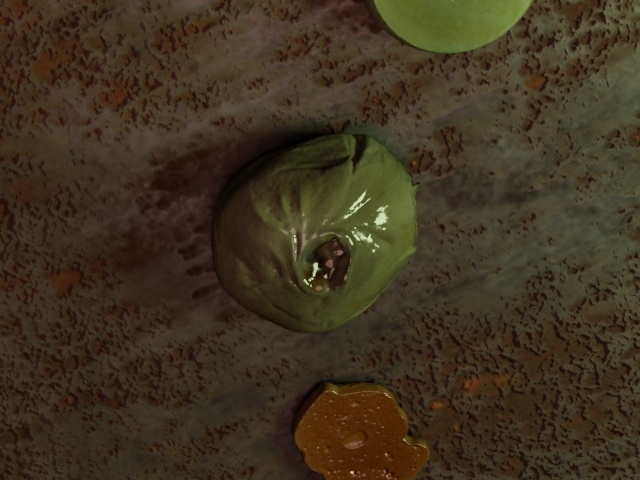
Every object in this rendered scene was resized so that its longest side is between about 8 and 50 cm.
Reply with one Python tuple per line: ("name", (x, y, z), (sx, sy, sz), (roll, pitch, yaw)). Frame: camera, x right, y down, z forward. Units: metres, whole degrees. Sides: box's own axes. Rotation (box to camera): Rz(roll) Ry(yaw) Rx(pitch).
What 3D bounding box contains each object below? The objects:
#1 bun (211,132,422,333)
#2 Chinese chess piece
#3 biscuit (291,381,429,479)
("bun", (0.000, 0.000, 1.302), (0.166, 0.113, 0.173), (19, 115, -15))
("Chinese chess piece", (0.097, -0.213, 1.239), (0.144, 0.058, 0.144), (-3, 119, -6))
("biscuit", (0.034, 0.175, 1.446), (0.102, 0.019, 0.130), (-36, 115, 12))
